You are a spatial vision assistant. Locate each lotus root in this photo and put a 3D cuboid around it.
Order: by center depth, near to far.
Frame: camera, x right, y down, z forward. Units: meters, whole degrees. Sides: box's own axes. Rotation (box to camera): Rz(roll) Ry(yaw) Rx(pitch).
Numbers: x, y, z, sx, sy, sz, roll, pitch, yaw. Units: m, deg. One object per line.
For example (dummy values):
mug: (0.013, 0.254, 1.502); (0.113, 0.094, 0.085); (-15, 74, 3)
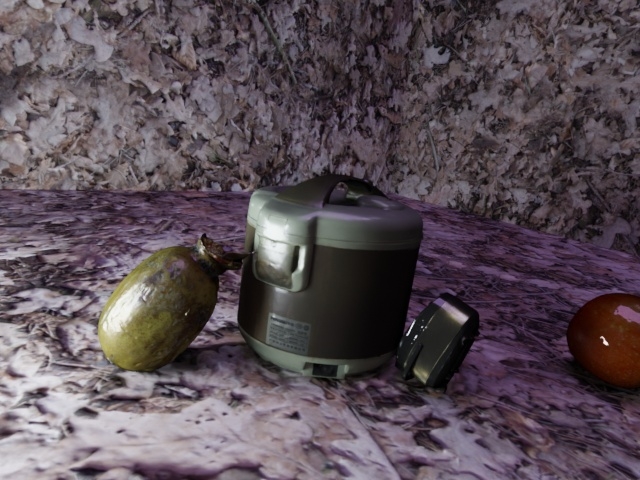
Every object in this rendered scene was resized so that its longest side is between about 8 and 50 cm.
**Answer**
lotus root: (-0.230, 0.084, 0.783); (0.154, 0.278, 0.154); (45, 3, -3)

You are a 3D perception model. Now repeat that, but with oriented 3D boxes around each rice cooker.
rice cooker: (0.197, 0.170, 0.844); (0.107, 0.165, 0.112); (27, 14, 27)
rice cooker: (0.009, 0.042, 0.912); (0.336, 0.324, 0.335); (8, 14, -2)

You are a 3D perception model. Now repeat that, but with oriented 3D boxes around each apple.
apple: (0.572, 0.190, 0.952); (0.181, 0.180, 0.168); (-3, 39, -37)
